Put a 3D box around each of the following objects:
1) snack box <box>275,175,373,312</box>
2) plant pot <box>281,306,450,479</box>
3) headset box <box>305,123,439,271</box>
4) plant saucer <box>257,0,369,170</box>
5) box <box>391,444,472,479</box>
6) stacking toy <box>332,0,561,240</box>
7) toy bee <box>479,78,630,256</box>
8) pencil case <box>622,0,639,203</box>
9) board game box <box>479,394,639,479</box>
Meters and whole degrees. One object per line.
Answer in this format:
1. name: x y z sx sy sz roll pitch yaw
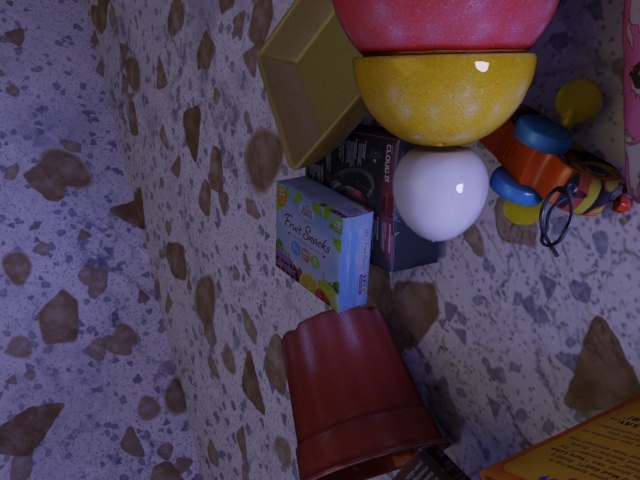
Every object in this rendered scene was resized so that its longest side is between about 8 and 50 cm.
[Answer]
1. snack box: 0.000 0.000 1.090 0.207 0.070 0.175 32 128 47
2. plant pot: 0.057 0.275 1.121 0.272 0.272 0.265 -51 48 49
3. headset box: 0.095 -0.084 1.087 0.293 0.110 0.218 22 116 53
4. plant saucer: 0.041 -0.322 1.037 0.333 0.081 0.333 -46 44 32
5. box: 0.227 0.488 0.860 0.191 0.143 0.381 -48 64 3
6. stacking toy: 0.143 -0.235 0.730 0.350 0.350 0.480 23 120 52
7. toy bee: 0.297 -0.078 0.780 0.195 0.162 0.298 118 157 -53
8. pencil case: 0.375 -0.224 0.591 0.167 0.160 0.386 0 97 35
9. board game box: 0.397 0.357 0.516 0.356 0.356 0.357 1 98 56
